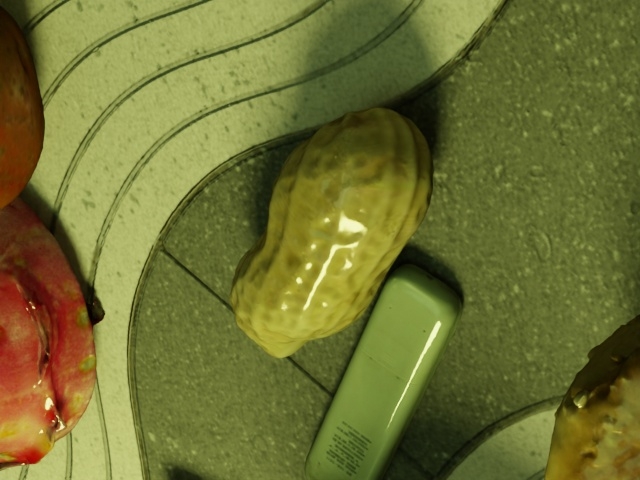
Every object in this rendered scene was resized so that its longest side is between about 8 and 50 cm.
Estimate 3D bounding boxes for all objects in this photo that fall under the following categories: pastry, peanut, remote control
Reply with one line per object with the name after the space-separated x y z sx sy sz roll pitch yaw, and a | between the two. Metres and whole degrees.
0.352 0.179 1.494 0.315 0.184 0.284 -40 92 19 | pastry
0.000 0.000 1.678 0.153 0.140 0.325 57 136 22 | peanut
0.059 0.158 1.772 0.090 0.038 0.309 34 125 18 | remote control

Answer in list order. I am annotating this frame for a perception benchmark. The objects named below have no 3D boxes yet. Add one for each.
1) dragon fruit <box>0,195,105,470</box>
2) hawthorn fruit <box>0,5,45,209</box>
-0.454 0.119 1.974 0.371 0.249 0.386 -3 107 39 | dragon fruit
-0.420 -0.173 1.811 0.277 0.277 0.298 16 100 27 | hawthorn fruit
